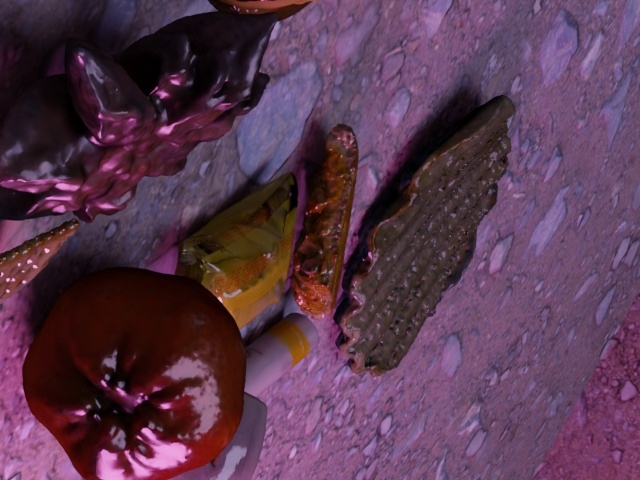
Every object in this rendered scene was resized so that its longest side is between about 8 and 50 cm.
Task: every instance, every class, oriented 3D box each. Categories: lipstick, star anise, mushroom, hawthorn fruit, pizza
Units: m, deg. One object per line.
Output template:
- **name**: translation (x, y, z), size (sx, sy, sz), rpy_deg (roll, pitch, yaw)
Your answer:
- **lipstick**: translation (-0.101, 0.173, 2.002), size (0.264, 0.059, 0.059), rpy_deg (-37, 145, -43)
- **star anise**: translation (-0.165, -0.112, 1.441), size (0.315, 0.108, 0.315), rpy_deg (-26, 168, -6)
- **mushroom**: translation (-0.168, 0.292, 1.845), size (0.122, 0.159, 0.328), rpy_deg (67, 41, -87)
- **hawthorn fruit**: translation (-0.173, 0.130, 1.656), size (0.261, 0.224, 0.224), rpy_deg (-37, 149, -73)
- **pizza**: translation (0.000, 0.000, 1.966), size (0.197, 0.058, 0.292), rpy_deg (-75, 175, -51)

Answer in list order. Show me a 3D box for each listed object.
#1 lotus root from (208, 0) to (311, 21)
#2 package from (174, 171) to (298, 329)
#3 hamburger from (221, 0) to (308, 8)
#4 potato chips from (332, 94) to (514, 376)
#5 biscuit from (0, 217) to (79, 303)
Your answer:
- **lotus root**: translation (-0.021, -0.308, 1.596), size (0.241, 0.123, 0.124), rpy_deg (-56, 146, -19)
- **package**: translation (-0.097, 0.032, 1.829), size (0.226, 0.090, 0.168), rpy_deg (-39, 144, -51)
- **hamburger**: translation (-0.050, -0.312, 1.439), size (0.149, 0.237, 0.237), rpy_deg (-53, 168, -83)
- **potato chips**: translation (0.156, -0.011, 2.302), size (0.429, 0.070, 0.358), rpy_deg (-50, 154, -26)
- **biscuit**: translation (-0.313, 0.054, 1.447), size (0.203, 0.016, 0.144), rpy_deg (-31, 169, -46)
